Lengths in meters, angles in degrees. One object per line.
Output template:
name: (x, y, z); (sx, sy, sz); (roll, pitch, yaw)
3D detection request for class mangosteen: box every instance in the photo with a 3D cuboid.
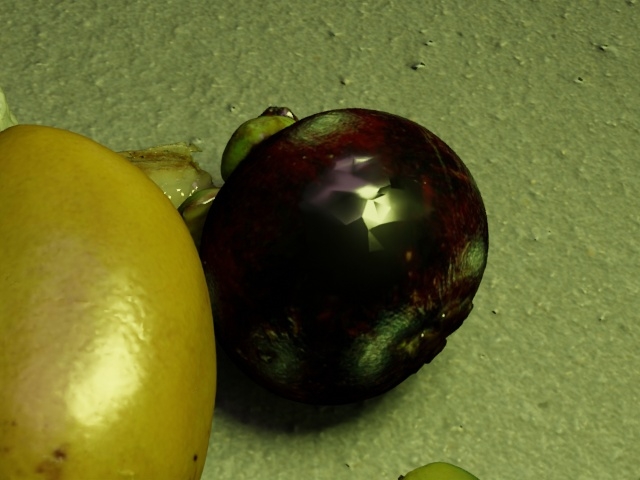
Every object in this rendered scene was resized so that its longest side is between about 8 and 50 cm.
mangosteen: (0.010, 0.008, 1.359); (0.330, 0.330, 0.330); (6, 49, -6)

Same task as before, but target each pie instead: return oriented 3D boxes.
pie: (-0.249, -0.053, 1.465); (0.282, 0.068, 0.128); (-15, 40, -24)

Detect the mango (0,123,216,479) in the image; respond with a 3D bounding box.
mango: (-0.248, 0.100, 1.237); (0.300, 0.232, 0.445); (-3, 67, -6)

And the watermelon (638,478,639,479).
watermelon: (0.548, 0.181, 1.384); (0.319, 0.222, 0.292); (26, 46, 11)

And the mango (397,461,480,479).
mango: (0.130, 0.302, 1.280); (0.122, 0.085, 0.191); (-5, 50, -19)

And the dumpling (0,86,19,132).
dumpling: (-0.409, -0.138, 1.537); (0.151, 0.124, 0.229); (25, 13, -38)
